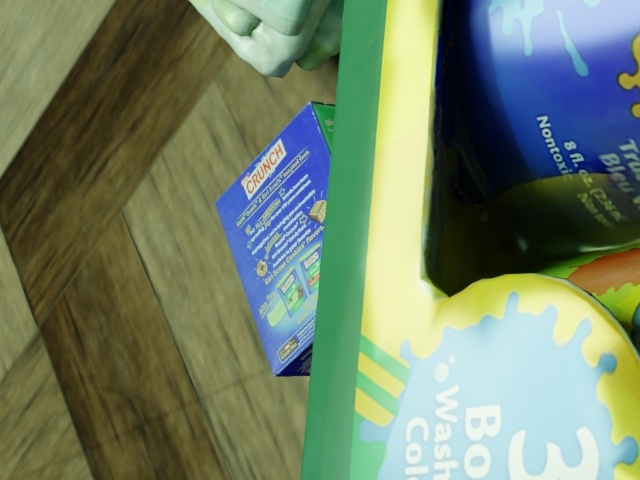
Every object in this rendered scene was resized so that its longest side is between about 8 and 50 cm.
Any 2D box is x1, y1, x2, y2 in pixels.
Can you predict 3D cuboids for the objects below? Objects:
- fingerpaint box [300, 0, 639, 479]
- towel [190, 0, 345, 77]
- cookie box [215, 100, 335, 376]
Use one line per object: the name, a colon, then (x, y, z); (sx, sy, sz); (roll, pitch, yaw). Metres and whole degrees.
fingerpaint box: (0.184, -0.080, 0.582); (0.371, 0.163, 0.445); (-10, 69, 44)
towel: (-0.016, -0.313, 0.990); (0.320, 0.090, 0.374); (48, 121, 42)
cookie box: (0.000, 0.000, 0.967); (0.092, 0.040, 0.107); (-44, 54, 38)
